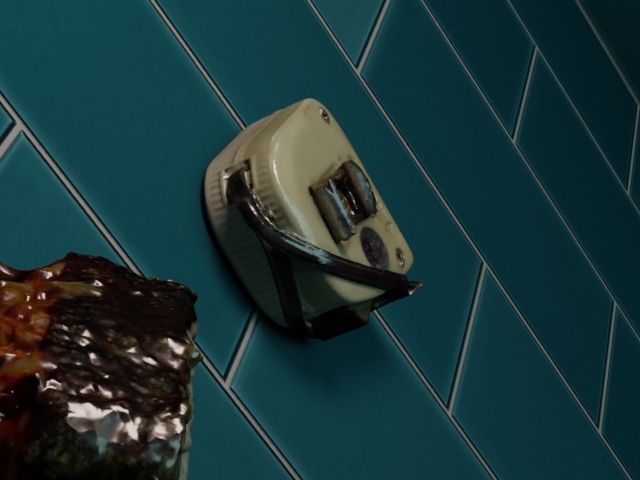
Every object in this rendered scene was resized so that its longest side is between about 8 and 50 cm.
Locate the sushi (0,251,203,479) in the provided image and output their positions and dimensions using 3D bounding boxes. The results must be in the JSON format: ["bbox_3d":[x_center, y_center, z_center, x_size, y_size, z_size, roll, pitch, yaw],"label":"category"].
[{"bbox_3d":[-0.187,0.145,1.225,0.343,0.182,0.196,-91,-169,-66],"label":"sushi"}]

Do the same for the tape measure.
[{"bbox_3d":[0.000,0.000,1.768,0.271,0.133,0.231,61,27,-15],"label":"tape measure"}]
